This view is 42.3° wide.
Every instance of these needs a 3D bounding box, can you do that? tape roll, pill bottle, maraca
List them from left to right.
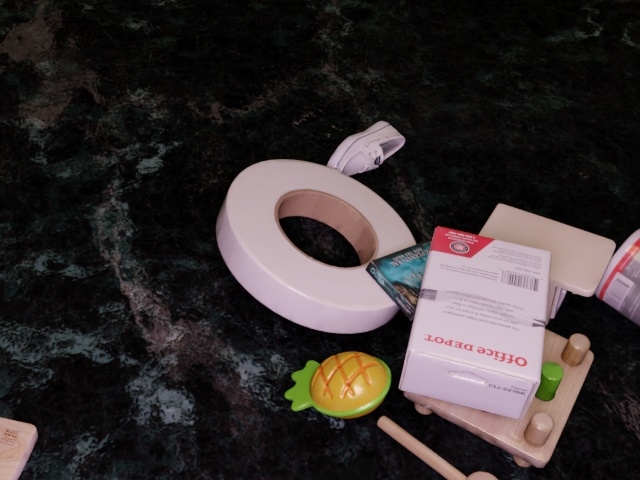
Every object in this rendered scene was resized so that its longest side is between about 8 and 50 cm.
[{"bbox_3d":[0.000,0.000,1.528,0.392,0.072,0.392,17,40,-15],"label":"tape roll"},{"bbox_3d":[0.029,0.240,1.376,0.186,0.099,0.127,-6,36,25],"label":"maraca"},{"bbox_3d":[0.663,0.116,1.504,0.161,0.161,0.283,-34,59,-31],"label":"pill bottle"}]

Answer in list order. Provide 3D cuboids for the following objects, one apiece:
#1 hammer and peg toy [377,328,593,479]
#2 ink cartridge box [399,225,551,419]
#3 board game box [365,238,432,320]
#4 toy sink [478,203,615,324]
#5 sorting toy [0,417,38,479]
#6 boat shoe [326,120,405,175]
[{"bbox_3d":[0.272,0.253,1.362,0.266,0.127,0.361,27,50,18],"label":"hammer and peg toy"},{"bbox_3d":[0.249,0.126,1.316,0.197,0.114,0.272,13,46,8],"label":"ink cartridge box"},{"bbox_3d":[0.184,0.066,1.491,0.186,0.026,0.126,-19,59,-44],"label":"board game box"},{"bbox_3d":[0.409,0.055,1.552,0.234,0.131,0.152,20,48,22],"label":"toy sink"},{"bbox_3d":[-0.578,0.373,1.195,0.257,0.089,0.255,11,48,4],"label":"sorting toy"},{"bbox_3d":[0.103,-0.191,1.786,0.076,0.083,0.226,31,51,23],"label":"boat shoe"}]
